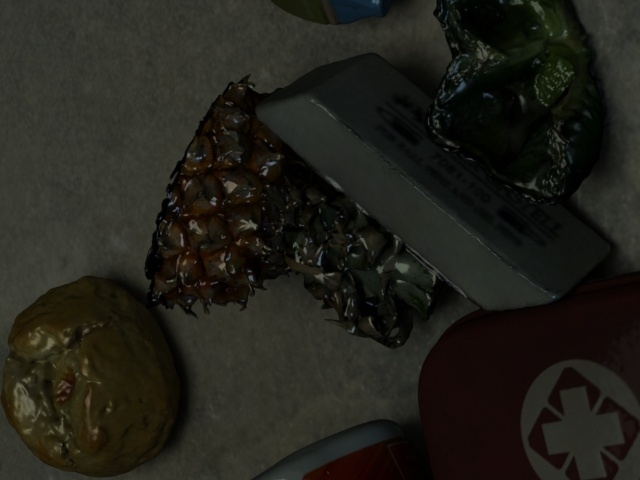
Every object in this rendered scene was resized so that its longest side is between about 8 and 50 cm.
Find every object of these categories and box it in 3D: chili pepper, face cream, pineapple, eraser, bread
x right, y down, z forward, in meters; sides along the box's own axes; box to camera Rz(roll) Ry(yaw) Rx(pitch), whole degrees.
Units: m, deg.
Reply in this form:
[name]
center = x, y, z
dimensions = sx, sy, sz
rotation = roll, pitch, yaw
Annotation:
[chili pepper]
center = 0.171, -0.158, 1.631
dimensions = 0.116, 0.148, 0.265
rotation = -15, 92, 48
[face cream]
center = 0.026, 0.300, 1.782
dimensions = 0.201, 0.201, 0.187
rotation = -37, 73, 38
[pineapple]
center = 0.000, 0.000, 1.782
dimensions = 0.271, 0.262, 0.263
rotation = 22, 112, 12
[eraser]
center = 0.101, -0.058, 1.680
dimensions = 0.352, 0.111, 0.077
rotation = 41, 140, 16
[bread]
center = -0.280, 0.164, 2.072
dimensions = 0.244, 0.134, 0.245
rotation = 5, 98, 38

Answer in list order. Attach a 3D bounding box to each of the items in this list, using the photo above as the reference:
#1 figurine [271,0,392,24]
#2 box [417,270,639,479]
[figurine]
center = -0.030, -0.319, 1.790
dimensions = 0.262, 0.154, 0.180
rotation = 20, 101, 19
[box]
center = 0.262, 0.166, 1.618
dimensions = 0.404, 0.108, 0.263
rotation = -16, 87, 41
